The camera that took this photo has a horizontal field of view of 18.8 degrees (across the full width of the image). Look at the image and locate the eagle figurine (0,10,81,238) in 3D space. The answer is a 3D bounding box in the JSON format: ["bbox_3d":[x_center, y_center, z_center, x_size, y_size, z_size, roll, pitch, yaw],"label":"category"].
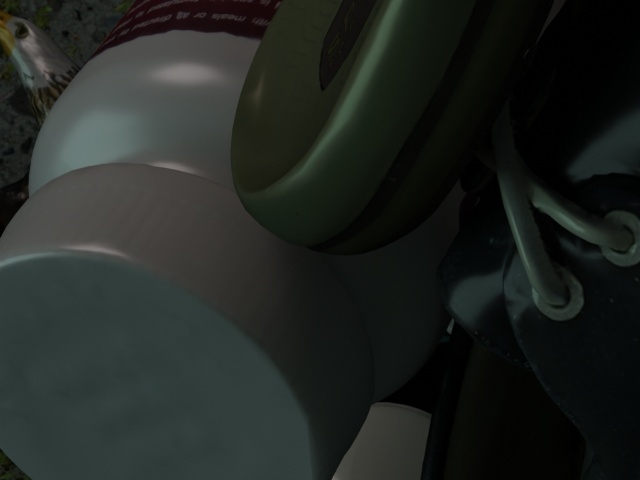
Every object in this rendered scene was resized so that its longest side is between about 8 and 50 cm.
[{"bbox_3d":[-0.109,-0.087,1.182,0.225,0.298,0.226,51,168,-27],"label":"eagle figurine"}]

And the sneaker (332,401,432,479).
[{"bbox_3d":[0.067,0.153,0.602,0.123,0.106,0.290,97,154,-52],"label":"sneaker"}]

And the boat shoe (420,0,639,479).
[{"bbox_3d":[0.071,0.011,0.422,0.114,0.091,0.303,-102,9,-45],"label":"boat shoe"}]

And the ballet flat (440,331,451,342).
[{"bbox_3d":[0.040,-0.029,0.820,0.073,0.080,0.232,-65,18,14],"label":"ballet flat"}]

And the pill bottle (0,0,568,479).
[{"bbox_3d":[-0.006,-0.027,0.538,0.221,0.121,0.121,-59,-23,-44],"label":"pill bottle"}]

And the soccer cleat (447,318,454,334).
[{"bbox_3d":[0.020,-0.031,0.687,0.076,0.068,0.196,30,-168,-45],"label":"soccer cleat"}]

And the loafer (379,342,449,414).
[{"bbox_3d":[0.036,0.110,0.825,0.109,0.095,0.302,47,-169,-32],"label":"loafer"}]

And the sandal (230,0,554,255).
[{"bbox_3d":[0.030,-0.126,0.350,0.120,0.086,0.303,-86,19,-59],"label":"sandal"}]
